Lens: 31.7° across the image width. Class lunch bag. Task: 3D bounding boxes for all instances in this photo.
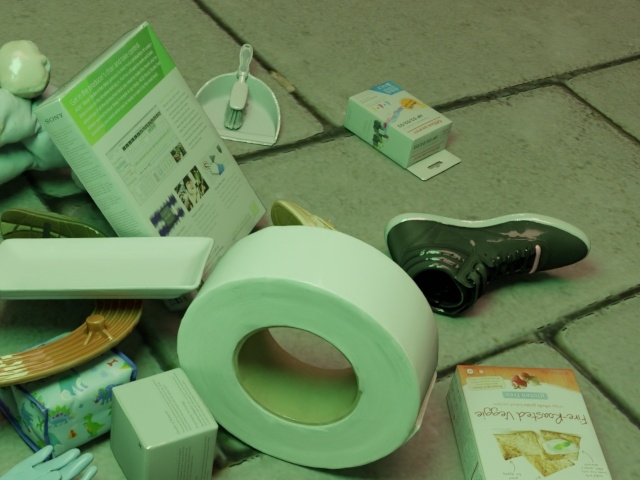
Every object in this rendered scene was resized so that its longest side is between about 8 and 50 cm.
[{"bbox_3d":[-0.302,0.163,1.302,0.129,0.096,0.151,-22,37,-37],"label":"lunch bag"}]

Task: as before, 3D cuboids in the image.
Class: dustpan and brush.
[{"bbox_3d":[-0.133,-0.250,1.859,0.147,0.060,0.211,9,39,-4],"label":"dustpan and brush"}]

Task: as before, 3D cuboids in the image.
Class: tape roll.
[{"bbox_3d":[-0.012,0.124,1.269,0.286,0.286,0.100,18,39,7],"label":"tape roll"}]

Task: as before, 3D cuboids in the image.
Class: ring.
[{"bbox_3d":[-0.379,0.080,1.338,0.337,0.032,0.336,-2,24,1],"label":"ring"}]

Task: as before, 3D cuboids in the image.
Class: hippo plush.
[{"bbox_3d":[-0.369,-0.121,1.580,0.237,0.234,0.294,28,-4,-7],"label":"hippo plush"}]

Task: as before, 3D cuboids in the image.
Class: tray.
[{"bbox_3d":[-0.269,0.037,1.353,0.271,0.030,0.145,-1,23,4],"label":"tray"}]

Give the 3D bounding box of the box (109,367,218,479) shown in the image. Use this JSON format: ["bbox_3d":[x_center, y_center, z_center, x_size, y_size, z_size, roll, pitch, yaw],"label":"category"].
[{"bbox_3d":[-0.177,0.219,1.255,0.087,0.101,0.102,-15,45,-29],"label":"box"}]

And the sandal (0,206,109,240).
[{"bbox_3d":[-0.346,-0.003,1.516,0.180,0.072,0.049,19,18,15],"label":"sandal"}]

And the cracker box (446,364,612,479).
[{"bbox_3d":[0.251,0.255,1.348,0.156,0.067,0.232,3,41,-10],"label":"cracker box"}]

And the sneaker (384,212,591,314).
[{"bbox_3d":[0.239,0.041,1.581,0.296,0.104,0.146,3,42,-2],"label":"sneaker"}]

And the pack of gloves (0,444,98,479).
[{"bbox_3d":[-0.290,0.301,1.122,0.195,0.046,0.232,28,37,37],"label":"pack of gloves"}]

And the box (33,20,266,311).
[{"bbox_3d":[-0.214,-0.100,1.494,0.059,0.322,0.232,-16,25,33],"label":"box"}]

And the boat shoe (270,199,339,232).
[{"bbox_3d":[0.000,0.000,1.599,0.059,0.063,0.170,-27,62,-41],"label":"boat shoe"}]

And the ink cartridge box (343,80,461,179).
[{"bbox_3d":[0.140,-0.182,1.848,0.181,0.061,0.104,37,46,27],"label":"ink cartridge box"}]
